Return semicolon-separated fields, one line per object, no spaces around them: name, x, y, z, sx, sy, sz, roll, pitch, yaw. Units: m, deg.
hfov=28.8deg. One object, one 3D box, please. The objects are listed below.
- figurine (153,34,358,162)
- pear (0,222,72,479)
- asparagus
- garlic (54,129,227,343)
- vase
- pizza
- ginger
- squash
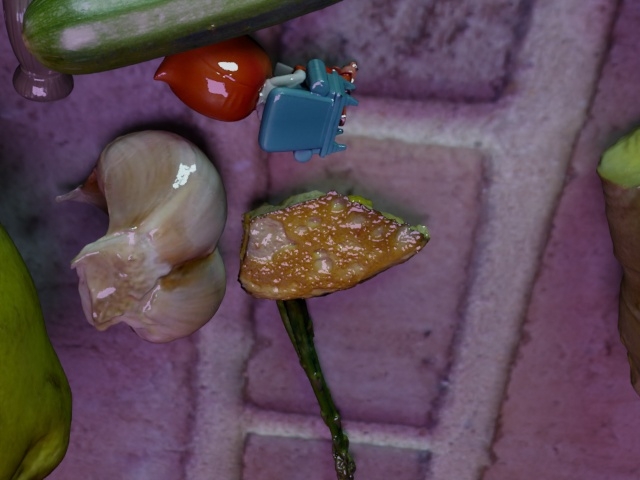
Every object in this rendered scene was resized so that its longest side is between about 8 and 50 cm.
figurine;-0.045;-0.104;0.859;0.140;0.075;0.068;14;126;-10
pear;-0.374;0.073;0.854;0.413;0.352;0.352;36;121;-29
asparagus;0.001;0.133;1.067;0.023;0.022;0.233;-35;127;-27
garlic;-0.127;0.002;0.939;0.124;0.099;0.174;-16;131;-10
vase;-0.190;-0.146;0.849;0.053;0.053;0.101;8;130;-3
pizza;0.000;0.000;0.958;0.160;0.036;0.099;-19;124;16
ginger;0.278;0.029;0.927;0.109;0.116;0.263;-33;123;-24
squash;-0.079;-0.157;0.801;0.228;0.066;0.066;-16;126;-5
